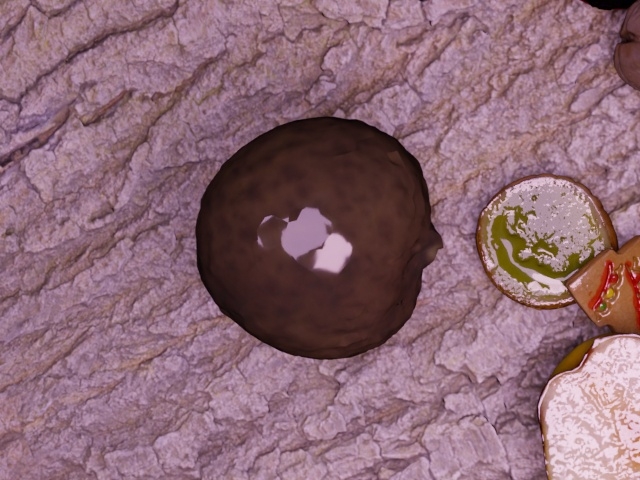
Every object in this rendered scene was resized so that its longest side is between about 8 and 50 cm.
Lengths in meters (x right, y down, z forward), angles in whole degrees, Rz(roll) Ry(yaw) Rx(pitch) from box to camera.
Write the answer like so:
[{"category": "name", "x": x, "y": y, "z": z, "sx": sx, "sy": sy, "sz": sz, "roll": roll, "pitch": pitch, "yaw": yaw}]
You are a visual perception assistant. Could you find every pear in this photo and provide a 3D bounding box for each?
[{"category": "pear", "x": 0.510, "y": 0.319, "z": 1.453, "sx": 0.340, "sy": 0.191, "sz": 0.386, "roll": -39, "pitch": 79, "yaw": 9}]

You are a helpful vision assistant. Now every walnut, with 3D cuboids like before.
[{"category": "walnut", "x": 0.582, "y": -0.306, "z": 1.495, "sx": 0.230, "sy": 0.178, "sz": 0.178, "roll": 12, "pitch": 89, "yaw": 1}]

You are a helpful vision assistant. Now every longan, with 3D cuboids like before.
[{"category": "longan", "x": 0.000, "y": 0.000, "z": 1.481, "sx": 0.390, "sy": 0.391, "sz": 0.391, "roll": -1, "pitch": 86, "yaw": 12}]

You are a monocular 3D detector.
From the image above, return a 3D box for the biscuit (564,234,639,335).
[{"category": "biscuit", "x": 0.500, "y": 0.078, "z": 1.501, "sx": 0.238, "sy": 0.041, "sz": 0.212, "roll": 3, "pitch": 101, "yaw": -14}]

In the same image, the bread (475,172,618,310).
[{"category": "bread", "x": 0.371, "y": 0.003, "z": 1.564, "sx": 0.236, "sy": 0.070, "sz": 0.236, "roll": -1, "pitch": 85, "yaw": 11}]

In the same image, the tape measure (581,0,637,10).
[{"category": "tape measure", "x": 0.486, "y": -0.510, "z": 1.550, "sx": 0.260, "sy": 0.114, "sz": 0.253, "roll": 31, "pitch": 93, "yaw": 12}]
